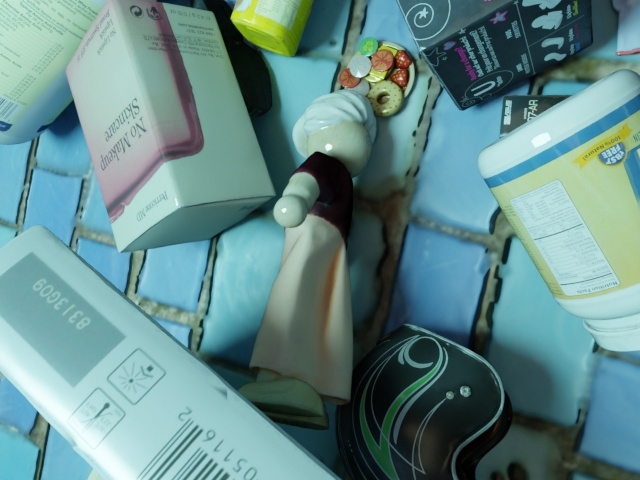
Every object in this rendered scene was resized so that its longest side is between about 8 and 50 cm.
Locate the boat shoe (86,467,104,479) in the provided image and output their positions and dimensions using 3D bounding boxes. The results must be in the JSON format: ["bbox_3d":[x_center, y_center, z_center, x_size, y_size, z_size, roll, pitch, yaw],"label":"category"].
[{"bbox_3d":[-0.230,0.255,0.688,0.059,0.063,0.170,32,107,16],"label":"boat shoe"}]

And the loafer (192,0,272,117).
[{"bbox_3d":[-0.112,-0.214,0.675,0.061,0.062,0.170,-38,71,37],"label":"loafer"}]

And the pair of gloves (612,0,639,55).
[{"bbox_3d":[0.270,-0.257,0.550,0.198,0.023,0.159,2,88,21],"label":"pair of gloves"}]

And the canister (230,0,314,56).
[{"bbox_3d":[-0.033,-0.300,0.607,0.073,0.126,0.170,21,97,1],"label":"canister"}]

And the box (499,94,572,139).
[{"bbox_3d":[0.216,-0.104,0.563,0.067,0.018,0.083,6,89,20],"label":"box"}]

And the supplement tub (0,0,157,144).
[{"bbox_3d":[-0.350,-0.300,0.666,0.325,0.235,0.235,-40,75,13],"label":"supplement tub"}]

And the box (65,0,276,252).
[{"bbox_3d":[-0.172,-0.122,0.621,0.149,0.127,0.232,-27,79,44],"label":"box"}]

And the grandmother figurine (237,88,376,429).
[{"bbox_3d":[0.000,0.000,0.547,0.104,0.208,0.342,11,65,1],"label":"grandmother figurine"}]

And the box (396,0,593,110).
[{"bbox_3d":[0.127,-0.275,0.513,0.142,0.163,0.247,-27,73,22],"label":"box"}]

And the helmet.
[{"bbox_3d":[0.095,0.178,0.517,0.169,0.169,0.161,28,80,19],"label":"helmet"}]

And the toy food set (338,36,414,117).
[{"bbox_3d":[0.063,-0.183,0.622,0.083,0.020,0.083,27,97,19],"label":"toy food set"}]

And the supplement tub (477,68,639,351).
[{"bbox_3d":[0.242,-0.024,0.472,0.144,0.144,0.199,-31,91,16],"label":"supplement tub"}]

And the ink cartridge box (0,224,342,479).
[{"bbox_3d":[-0.101,0.189,0.480,0.308,0.385,0.091,34,64,18],"label":"ink cartridge box"}]
